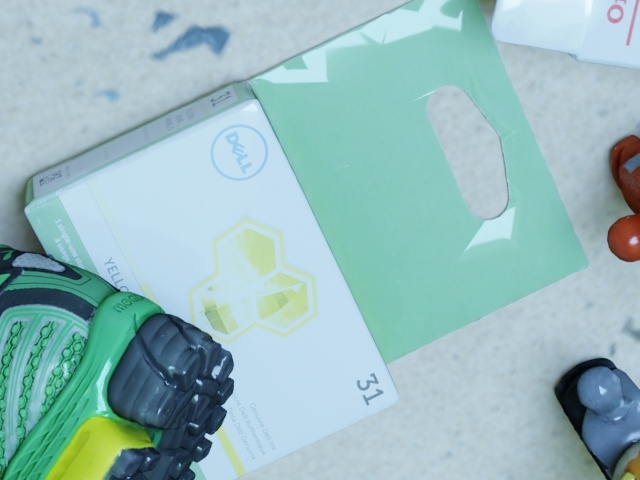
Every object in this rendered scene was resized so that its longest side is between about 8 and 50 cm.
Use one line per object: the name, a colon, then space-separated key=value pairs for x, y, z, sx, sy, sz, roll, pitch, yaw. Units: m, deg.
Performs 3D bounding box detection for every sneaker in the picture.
sneaker: x=-0.167 y=0.150 z=0.932 sx=0.146 sy=0.134 sz=0.344 roll=33 pitch=113 yaw=15

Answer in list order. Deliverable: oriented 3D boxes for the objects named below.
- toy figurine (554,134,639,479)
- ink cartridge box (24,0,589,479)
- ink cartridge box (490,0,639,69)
toy figurine: x=0.230 y=0.052 z=0.940 sx=0.213 sy=0.148 sz=0.210 roll=11 pitch=105 yaw=-14
ink cartridge box: x=0.000 y=0.000 z=0.944 sx=0.235 sy=0.056 sz=0.171 roll=-25 pitch=109 yaw=1
ink cartridge box: x=0.176 y=-0.137 z=0.921 sx=0.198 sy=0.067 sz=0.115 roll=8 pitch=105 yaw=-12
